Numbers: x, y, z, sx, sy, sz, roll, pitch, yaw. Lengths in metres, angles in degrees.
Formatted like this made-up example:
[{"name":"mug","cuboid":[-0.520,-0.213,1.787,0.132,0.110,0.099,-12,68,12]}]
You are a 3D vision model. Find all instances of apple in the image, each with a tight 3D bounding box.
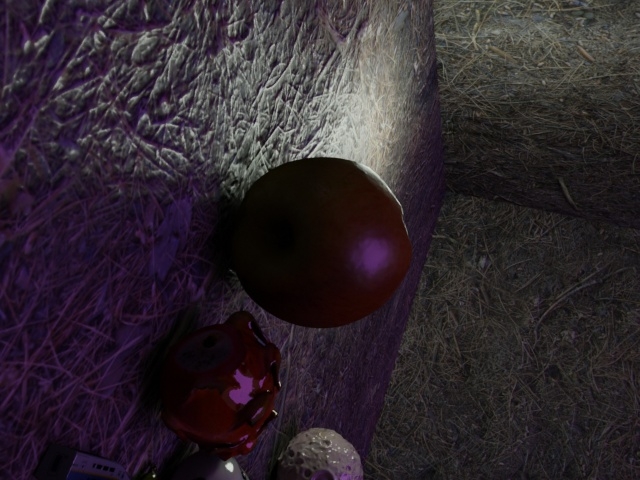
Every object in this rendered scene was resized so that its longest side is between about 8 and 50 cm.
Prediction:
[{"name":"apple","cuboid":[0.000,0.000,1.056,0.339,0.339,0.339,14,90,-71]}]

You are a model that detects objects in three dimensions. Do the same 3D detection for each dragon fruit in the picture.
[{"name":"dragon fruit","cuboid":[-0.165,0.254,0.949,0.227,0.224,0.224,81,30,-47]}]

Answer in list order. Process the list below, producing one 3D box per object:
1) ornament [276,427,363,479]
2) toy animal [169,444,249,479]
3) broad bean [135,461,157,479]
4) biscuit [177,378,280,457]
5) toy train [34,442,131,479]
[{"name":"ornament","cuboid":[-0.003,0.682,1.619,0.225,0.259,0.259,117,-9,-79]},{"name":"toy animal","cuboid":[-0.213,0.519,1.059,0.187,0.165,0.235,-109,-153,-72]},{"name":"broad bean","cuboid":[-0.328,0.479,0.913,0.069,0.039,0.227,83,27,-57]},{"name":"biscuit","cuboid":[-0.178,0.329,1.117,0.239,0.108,0.062,-46,143,-55]},{"name":"toy train","cuboid":[-0.322,0.348,0.818,0.234,0.052,0.051,68,36,-59]}]
